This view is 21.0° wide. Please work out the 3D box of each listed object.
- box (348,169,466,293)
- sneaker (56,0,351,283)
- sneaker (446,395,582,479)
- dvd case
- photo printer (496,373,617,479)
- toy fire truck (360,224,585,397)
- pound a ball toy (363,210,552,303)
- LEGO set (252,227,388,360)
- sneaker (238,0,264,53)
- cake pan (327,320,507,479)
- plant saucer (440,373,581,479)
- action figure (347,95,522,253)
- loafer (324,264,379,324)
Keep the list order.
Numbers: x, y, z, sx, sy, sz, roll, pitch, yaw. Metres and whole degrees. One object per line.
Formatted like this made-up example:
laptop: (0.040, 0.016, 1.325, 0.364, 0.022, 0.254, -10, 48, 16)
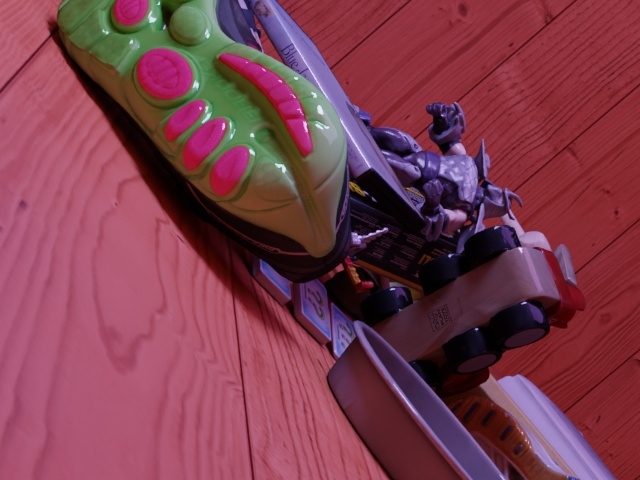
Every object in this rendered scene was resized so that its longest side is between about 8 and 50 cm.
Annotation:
box: (-0.001, -0.070, 1.990, 0.322, 0.079, 0.257, 23, 21, -34)
sneaker: (-0.111, -0.125, 1.618, 0.483, 0.185, 0.202, 59, -8, 46)
sneaker: (0.243, 0.283, 1.803, 0.296, 0.112, 0.131, 52, 5, 23)
dvd case: (0.014, -0.132, 1.707, 0.253, 0.022, 0.180, 59, 9, 25)
photo printer: (0.357, 0.351, 2.380, 0.307, 0.107, 0.256, 54, 6, 38)
toy fire truck: (0.188, 0.077, 1.864, 0.246, 0.217, 0.158, 15, 50, -51)
pound a ball toy: (0.168, 0.037, 2.203, 0.319, 0.208, 0.136, -114, -169, -73)
LEGO set: (0.000, 0.000, 1.727, 0.182, 0.060, 0.244, 47, 23, -33)
sneaker: (-0.133, -0.264, 2.149, 0.321, 0.126, 0.127, 72, 15, -63)
cake pan: (0.107, 0.198, 1.535, 0.293, 0.054, 0.293, 49, 4, -5)
plant saucer: (0.232, 0.264, 2.057, 0.333, 0.081, 0.333, 50, 4, 10)
action figure: (0.096, -0.086, 1.887, 0.285, 0.099, 0.185, 22, 36, -13)
loafer: (0.048, 0.065, 2.107, 0.056, 0.050, 0.148, 51, 5, 15)
